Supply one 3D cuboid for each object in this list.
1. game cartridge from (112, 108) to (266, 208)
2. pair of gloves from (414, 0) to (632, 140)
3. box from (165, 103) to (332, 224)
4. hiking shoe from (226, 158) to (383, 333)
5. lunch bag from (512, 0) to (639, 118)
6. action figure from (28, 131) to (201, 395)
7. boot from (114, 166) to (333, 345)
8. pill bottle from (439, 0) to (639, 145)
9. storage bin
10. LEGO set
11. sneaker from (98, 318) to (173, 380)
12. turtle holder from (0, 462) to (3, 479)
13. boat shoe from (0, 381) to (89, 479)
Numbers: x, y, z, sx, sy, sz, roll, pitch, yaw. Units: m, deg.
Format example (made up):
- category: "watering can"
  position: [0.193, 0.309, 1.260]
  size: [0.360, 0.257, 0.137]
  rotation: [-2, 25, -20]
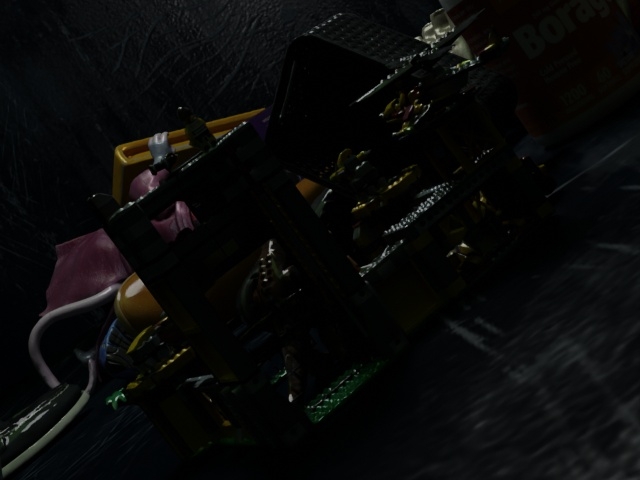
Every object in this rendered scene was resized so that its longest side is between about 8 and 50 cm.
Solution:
- category: "game cartridge"
  position: [-0.219, -0.057, 1.838]
  size: [0.285, 0.052, 0.323]
  rotation: [-18, -36, -30]
- category: "pair of gloves"
  position: [0.196, -0.196, 1.109]
  size: [0.240, 0.204, 0.042]
  rotation: [-36, -35, 27]
- category: "box"
  position: [-0.058, -0.068, 1.412]
  size: [0.103, 0.184, 0.261]
  rotation: [-31, 8, 26]
- category: "hiking shoe"
  position: [0.000, 0.000, 1.013]
  size: [0.227, 0.086, 0.114]
  rotation: [-39, 10, -25]
- category: "lunch bag"
  position: [0.226, -0.220, 1.302]
  size: [0.258, 0.120, 0.293]
  rotation: [-38, 7, -11]
- category: "action figure"
  position: [-0.255, 0.016, 1.570]
  size: [0.370, 0.248, 0.275]
  rotation: [-36, 6, 28]
- category: "boot"
  position: [-0.051, -0.008, 1.092]
  size: [0.295, 0.104, 0.211]
  rotation: [-21, -17, -47]
- category: "pill bottle"
  position: [0.177, -0.198, 0.930]
  size: [0.121, 0.216, 0.121]
  rotation: [-36, 6, 4]
- category: "storage bin"
  position: [0.058, -0.100, 0.916]
  size: [0.084, 0.180, 0.122]
  rotation: [-44, -25, -56]
- category: "LEGO set"
  position: [-0.021, -0.015, 0.728]
  size: [0.331, 0.192, 0.255]
  rotation: [-37, 6, -15]
- category: "sneaker"
  position: [-0.231, 0.140, 1.351]
  size: [0.087, 0.083, 0.221]
  rotation: [-49, -1, 5]
- category: "turtle holder"
  position: [-0.424, 0.224, 0.978]
  size: [0.320, 0.227, 0.243]
  rotation: [-34, 7, 24]
- category: "boat shoe"
  position: [-0.442, 0.262, 1.333]
  size: [0.340, 0.113, 0.127]
  rotation: [-38, 6, -19]
